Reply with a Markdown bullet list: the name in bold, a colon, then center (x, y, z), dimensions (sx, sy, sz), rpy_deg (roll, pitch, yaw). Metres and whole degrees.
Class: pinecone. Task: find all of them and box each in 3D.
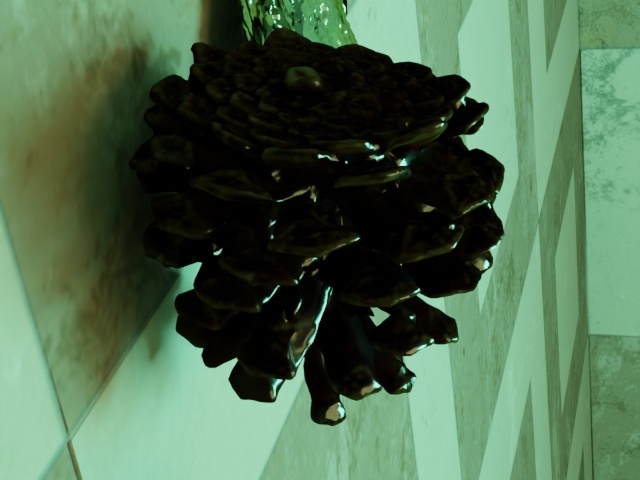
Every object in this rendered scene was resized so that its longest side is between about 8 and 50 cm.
- **pinecone**: center (-0.001, 0.000, 0.563), dimensions (0.163, 0.163, 0.165), rpy_deg (-64, 160, -55)

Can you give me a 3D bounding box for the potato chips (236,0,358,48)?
- **potato chips**: center (-0.007, -0.106, 0.719), dimensions (0.220, 0.029, 0.202), rpy_deg (-78, 155, -53)
